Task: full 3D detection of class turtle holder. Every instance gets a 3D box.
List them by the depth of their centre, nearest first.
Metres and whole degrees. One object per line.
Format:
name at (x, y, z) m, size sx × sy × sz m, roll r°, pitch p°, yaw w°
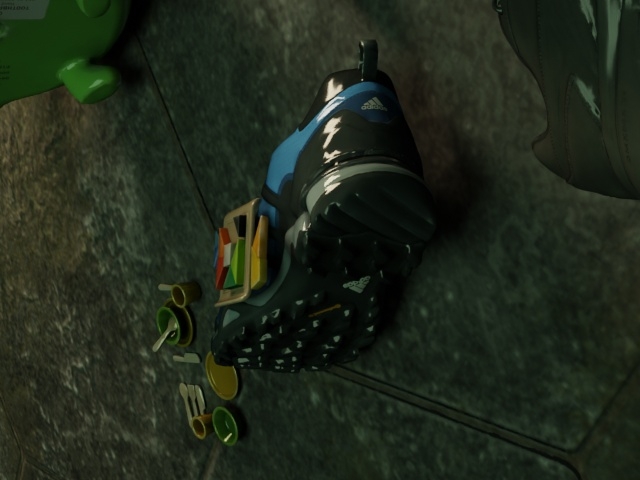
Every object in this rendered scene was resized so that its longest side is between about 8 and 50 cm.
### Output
turtle holder at (-0.283, -0.235, 0.950) m, size 0.320 × 0.244 × 0.227 m, roll 66°, pitch -171°, yaw -70°

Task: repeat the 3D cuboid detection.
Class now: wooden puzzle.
wooden puzzle at (-0.060, 0.009, 0.765) m, size 0.116 × 0.014 × 0.078 m, roll 147°, pitch 130°, yaw -64°

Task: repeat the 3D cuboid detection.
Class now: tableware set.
tableware set at (-0.115, 0.112, 1.008) m, size 0.104 × 0.024 × 0.154 m, roll -2°, pitch 102°, yaw 49°

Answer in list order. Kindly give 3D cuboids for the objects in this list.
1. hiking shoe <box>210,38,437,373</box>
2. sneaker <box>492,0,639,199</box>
hiking shoe at (0.000, 0.000, 0.796) m, size 0.304 × 0.113 × 0.132 m, roll 128°, pitch 146°, yaw -52°
sneaker at (0.141, -0.153, 0.557) m, size 0.130 × 0.109 × 0.286 m, roll 13°, pitch 110°, yaw 55°
